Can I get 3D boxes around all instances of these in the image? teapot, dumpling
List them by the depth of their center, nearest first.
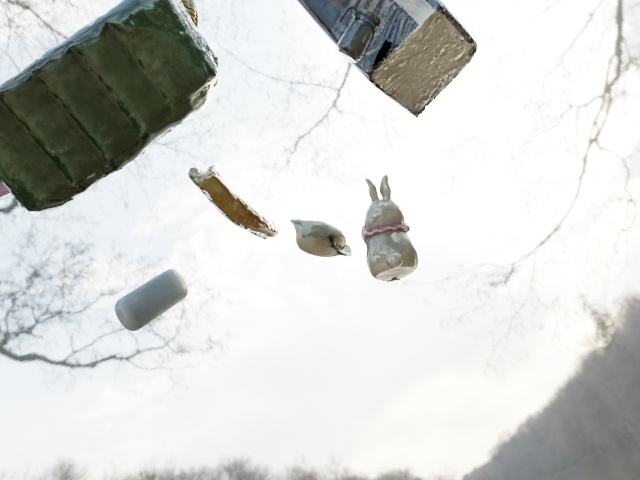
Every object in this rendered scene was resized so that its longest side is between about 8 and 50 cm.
[{"bbox_3d":[0.058,-0.352,1.138,0.083,0.063,0.049,-62,-5,3],"label":"teapot"},{"bbox_3d":[0.001,0.000,1.827,0.176,0.093,0.150,5,-9,12],"label":"dumpling"}]

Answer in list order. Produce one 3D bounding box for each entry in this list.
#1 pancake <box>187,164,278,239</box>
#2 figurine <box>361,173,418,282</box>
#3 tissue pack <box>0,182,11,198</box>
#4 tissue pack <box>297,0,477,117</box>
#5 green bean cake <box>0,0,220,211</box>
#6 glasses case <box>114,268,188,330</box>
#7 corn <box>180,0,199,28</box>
[{"bbox_3d":[-0.184,-0.101,1.334,0.057,0.244,0.266,-38,-46,4],"label":"pancake"},{"bbox_3d":[0.159,-0.028,1.616,0.127,0.236,0.155,-14,-20,13],"label":"figurine"},{"bbox_3d":[-0.754,-0.207,1.480,0.148,0.246,0.092,-27,11,-14],"label":"tissue pack"},{"bbox_3d":[0.112,-0.451,1.322,0.198,0.370,0.210,-47,-35,20],"label":"tissue pack"},{"bbox_3d":[-0.284,-0.191,0.900,0.307,0.169,0.300,-34,19,3],"label":"green bean cake"},{"bbox_3d":[-0.317,0.110,1.264,0.045,0.067,0.178,-28,6,33],"label":"glasses case"},{"bbox_3d":[-0.288,-0.456,1.229,0.106,0.305,0.106,-12,-40,-11],"label":"corn"}]
